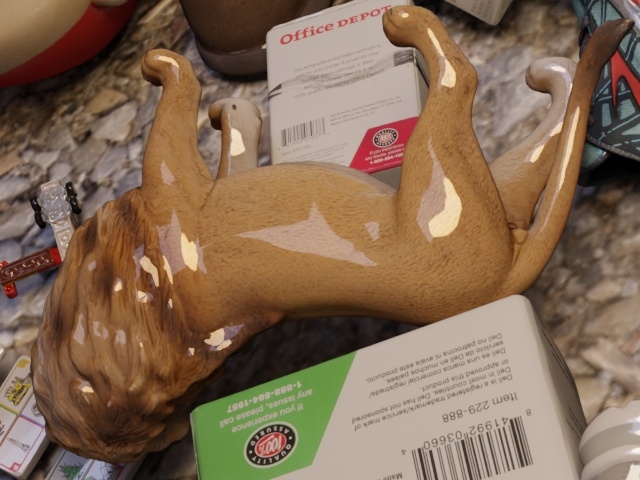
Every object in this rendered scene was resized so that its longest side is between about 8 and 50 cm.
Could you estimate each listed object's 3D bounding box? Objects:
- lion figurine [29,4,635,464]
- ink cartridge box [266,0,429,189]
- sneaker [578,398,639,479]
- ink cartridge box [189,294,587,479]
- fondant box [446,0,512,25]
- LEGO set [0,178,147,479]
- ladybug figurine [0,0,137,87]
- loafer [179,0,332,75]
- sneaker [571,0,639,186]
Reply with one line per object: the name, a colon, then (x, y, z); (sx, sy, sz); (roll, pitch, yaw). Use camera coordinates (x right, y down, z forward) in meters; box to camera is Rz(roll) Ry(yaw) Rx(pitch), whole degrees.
lion figurine: (0.000, 0.000, 0.958); (0.392, 0.142, 0.240); (-11, 63, 27)
ink cartridge box: (0.024, -0.087, 1.110); (0.109, 0.063, 0.150); (-15, 54, 17)
sneaker: (0.260, 0.165, 0.778); (0.281, 0.105, 0.115); (9, 59, 7)
ink cartridge box: (0.060, 0.204, 0.867); (0.211, 0.121, 0.289); (-20, 53, 13)
fondant box: (0.044, -0.335, 1.141); (0.330, 0.096, 0.238); (30, 66, 7)
LEGO set: (-0.159, 0.058, 1.131); (0.182, 0.060, 0.244); (22, 72, 22)
ladybug figurine: (-0.294, -0.252, 1.301); (0.449, 0.162, 0.305); (30, 80, 37)
loafer: (-0.021, -0.304, 1.230); (0.134, 0.130, 0.366); (0, 60, 25)
sneaker: (0.192, -0.094, 1.002); (0.125, 0.104, 0.262); (-39, 57, 13)
